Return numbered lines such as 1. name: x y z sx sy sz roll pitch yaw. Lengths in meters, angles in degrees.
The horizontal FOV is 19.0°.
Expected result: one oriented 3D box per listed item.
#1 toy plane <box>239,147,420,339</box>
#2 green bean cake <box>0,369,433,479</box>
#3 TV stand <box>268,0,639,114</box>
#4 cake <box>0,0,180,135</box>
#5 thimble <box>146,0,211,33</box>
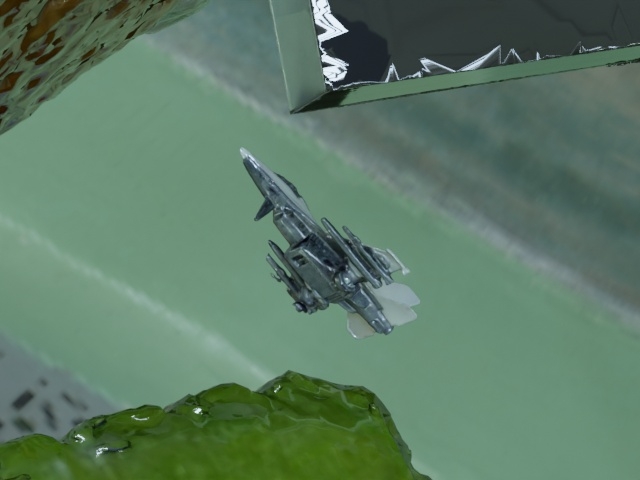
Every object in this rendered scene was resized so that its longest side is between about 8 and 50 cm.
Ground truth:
1. toy plane: -0.003 0.015 1.738 0.234 0.082 0.160 40 145 -21
2. green bean cake: -0.079 0.248 0.847 0.218 0.335 0.319 -39 69 51
3. TV stand: 0.110 -0.147 1.218 0.269 0.083 0.088 -10 86 -19
4. cake: -0.177 -0.182 0.667 0.199 0.196 0.293 -35 84 -5
5. thimble: -0.130 -0.254 1.289 0.211 0.185 0.149 53 161 -1
